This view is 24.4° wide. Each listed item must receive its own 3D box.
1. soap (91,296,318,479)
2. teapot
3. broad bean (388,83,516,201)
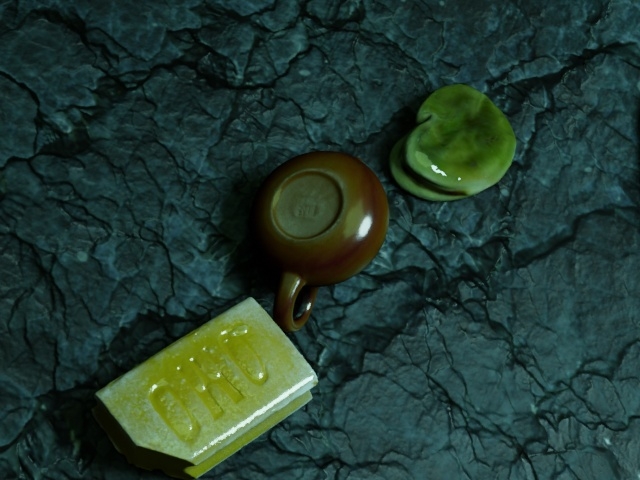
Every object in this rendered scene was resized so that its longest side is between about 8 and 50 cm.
[{"bbox_3d":[-0.134,0.182,1.730,0.232,0.073,0.140,-31,70,-28],"label":"soap"},{"bbox_3d":[0.000,0.000,1.853,0.178,0.135,0.252,10,73,29],"label":"teapot"},{"bbox_3d":[0.187,-0.133,2.006,0.206,0.072,0.153,-36,83,-31],"label":"broad bean"}]
